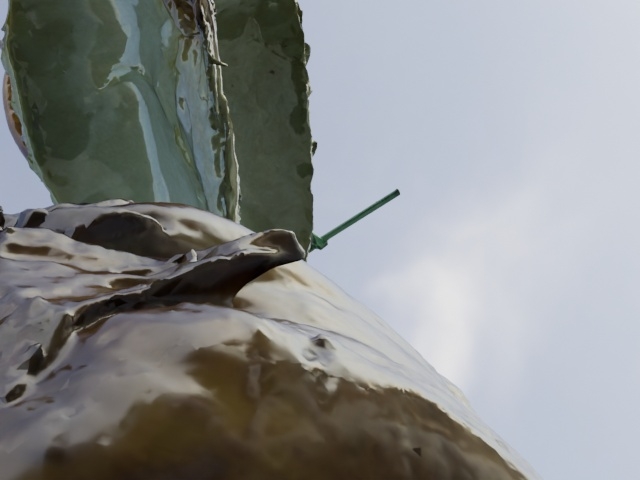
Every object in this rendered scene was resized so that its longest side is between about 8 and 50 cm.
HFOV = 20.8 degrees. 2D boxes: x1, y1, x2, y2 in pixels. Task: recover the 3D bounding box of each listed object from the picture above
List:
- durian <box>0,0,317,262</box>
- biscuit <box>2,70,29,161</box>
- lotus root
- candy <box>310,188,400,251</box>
[{"bbox_3d":[-0.050,-0.053,0.745,0.144,0.139,0.252,-10,-64,-25],"label":"durian"},{"bbox_3d":[-0.178,-0.083,1.524,0.033,0.224,0.144,122,166,-54],"label":"biscuit"},{"bbox_3d":[-0.063,0.093,0.491,0.272,0.272,0.192,-50,-58,-23],"label":"lotus root"},{"bbox_3d":[0.000,0.000,1.706,0.184,0.055,0.049,-32,-13,13],"label":"candy"}]
